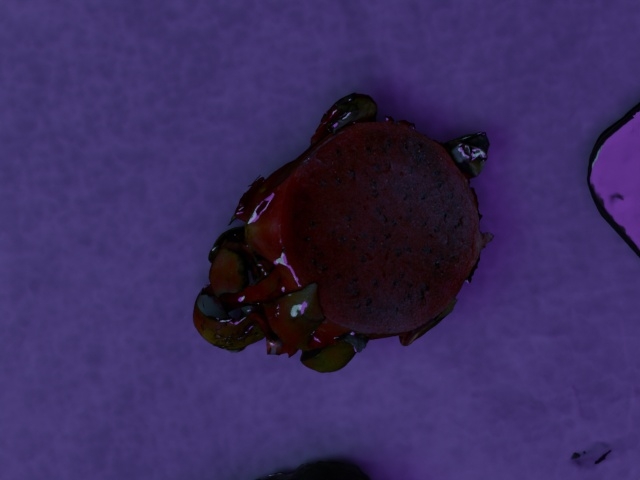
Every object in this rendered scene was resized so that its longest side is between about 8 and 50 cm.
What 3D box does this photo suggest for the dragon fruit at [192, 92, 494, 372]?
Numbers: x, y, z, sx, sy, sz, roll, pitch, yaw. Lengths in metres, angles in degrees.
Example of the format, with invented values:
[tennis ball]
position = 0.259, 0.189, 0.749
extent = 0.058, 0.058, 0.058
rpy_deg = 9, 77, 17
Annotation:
[dragon fruit]
position = 0.000, 0.000, 1.041
extent = 0.175, 0.142, 0.138
rpy_deg = -22, 75, 35

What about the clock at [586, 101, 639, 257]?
[clock]
position = 0.323, -0.024, 1.059
extent = 0.273, 0.049, 0.279
rpy_deg = -41, 99, 10

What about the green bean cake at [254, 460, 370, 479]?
[green bean cake]
position = -0.028, 0.231, 1.098
extent = 0.183, 0.094, 0.185
rpy_deg = -21, 101, 6
